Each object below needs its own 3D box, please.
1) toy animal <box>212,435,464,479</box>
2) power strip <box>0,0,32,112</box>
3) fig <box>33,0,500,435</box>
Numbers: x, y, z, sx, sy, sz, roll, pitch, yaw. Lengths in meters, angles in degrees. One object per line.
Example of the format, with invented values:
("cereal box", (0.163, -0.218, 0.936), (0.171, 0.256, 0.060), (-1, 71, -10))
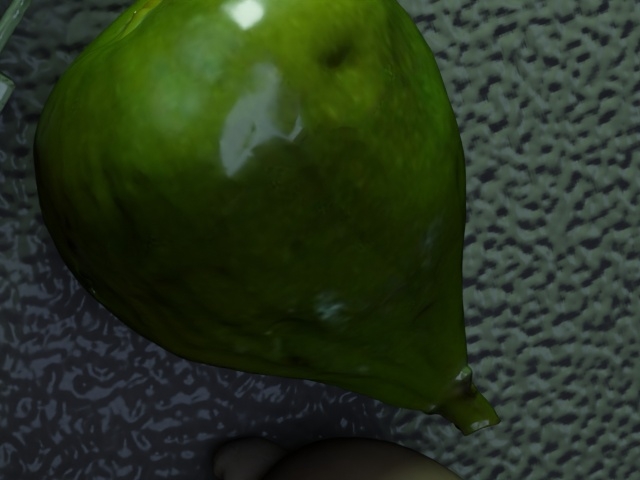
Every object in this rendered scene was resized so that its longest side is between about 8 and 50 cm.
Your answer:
("toy animal", (0.037, 0.210, 1.033), (0.210, 0.221, 0.229), (40, 50, -17))
("power strip", (-0.201, -0.069, 1.008), (0.042, 0.075, 0.175), (31, 87, -18))
("fig", (-0.029, -0.004, 1.002), (0.233, 0.233, 0.314), (-18, 107, -16))
